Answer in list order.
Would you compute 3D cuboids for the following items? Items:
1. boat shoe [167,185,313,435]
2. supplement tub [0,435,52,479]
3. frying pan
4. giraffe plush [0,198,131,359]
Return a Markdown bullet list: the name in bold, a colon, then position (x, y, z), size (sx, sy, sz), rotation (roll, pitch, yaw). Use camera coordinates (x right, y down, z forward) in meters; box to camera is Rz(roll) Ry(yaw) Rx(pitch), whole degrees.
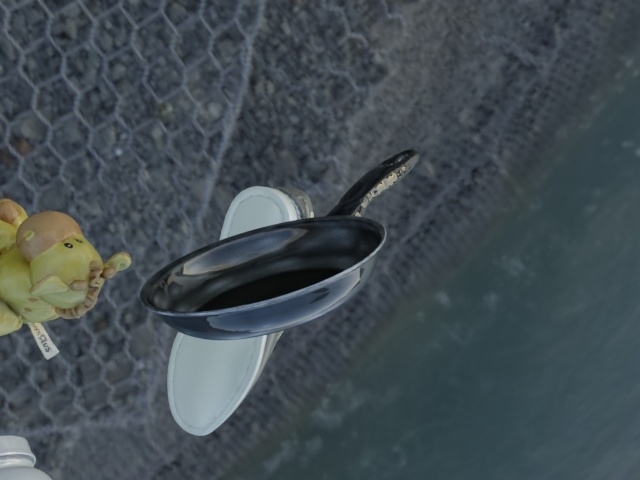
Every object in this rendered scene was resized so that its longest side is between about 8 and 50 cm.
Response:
- **boat shoe**: position (-0.085, 0.080, 1.406), size (0.091, 0.109, 0.305), rotation (-13, 126, -63)
- **supplement tub**: position (-0.288, 0.289, 1.096), size (0.144, 0.200, 0.144), rotation (-21, 161, -8)
- **frying pan**: position (-0.029, 0.006, 1.024), size (0.197, 0.326, 0.053), rotation (-10, 106, 16)
- **giraffe plush**: position (-0.322, 0.035, 1.411), size (0.170, 0.181, 0.210), rotation (-21, 119, 43)
